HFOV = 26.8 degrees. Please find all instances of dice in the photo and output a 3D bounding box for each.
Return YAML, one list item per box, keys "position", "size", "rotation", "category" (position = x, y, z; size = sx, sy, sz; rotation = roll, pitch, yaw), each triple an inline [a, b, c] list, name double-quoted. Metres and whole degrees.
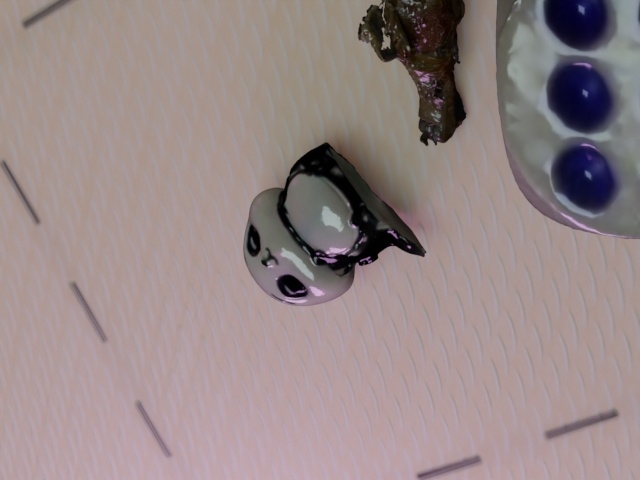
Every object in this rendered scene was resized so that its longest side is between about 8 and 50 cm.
- position: [0.302, -0.154, 1.236]
  size: [0.243, 0.251, 0.259]
  rotation: [2, 110, 21]
  category: "dice"

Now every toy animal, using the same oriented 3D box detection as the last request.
- position: [0.000, 0.000, 1.482]
  size: [0.179, 0.138, 0.166]
  rotation: [-39, 75, 24]
  category: "toy animal"

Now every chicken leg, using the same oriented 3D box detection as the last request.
- position: [0.108, -0.198, 1.384]
  size: [0.080, 0.125, 0.196]
  rotation: [14, 154, 30]
  category: "chicken leg"
